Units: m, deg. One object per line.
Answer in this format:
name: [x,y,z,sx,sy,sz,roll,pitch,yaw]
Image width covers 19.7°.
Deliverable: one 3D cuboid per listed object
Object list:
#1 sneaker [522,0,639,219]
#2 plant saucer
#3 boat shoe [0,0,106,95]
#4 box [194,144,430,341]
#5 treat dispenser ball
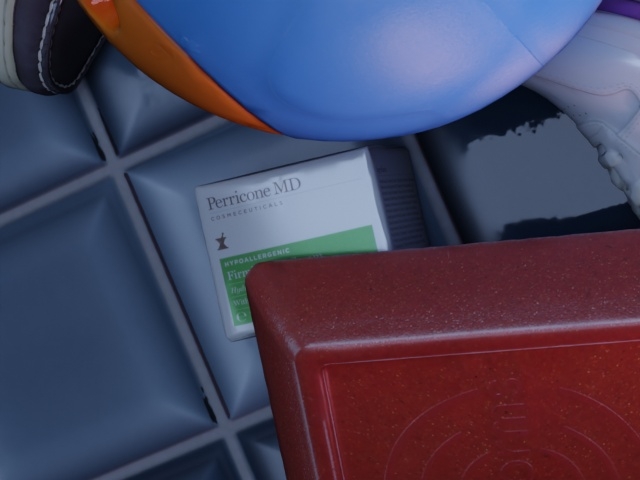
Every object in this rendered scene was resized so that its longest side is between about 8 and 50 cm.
sneaker: [0.202,-0.023,0.947,0.305,0.114,0.152,29,98,10]
plant saucer: [0.104,0.123,0.955,0.259,0.047,0.258,-5,117,11]
boat shoe: [-0.095,-0.205,1.013,0.092,0.103,0.285,25,92,15]
box: [0.000,0.000,1.001,0.101,0.102,0.087,-13,89,14]
treat dispenser ball: [0.008,-0.188,0.850,0.288,0.288,0.288,1,93,13]
